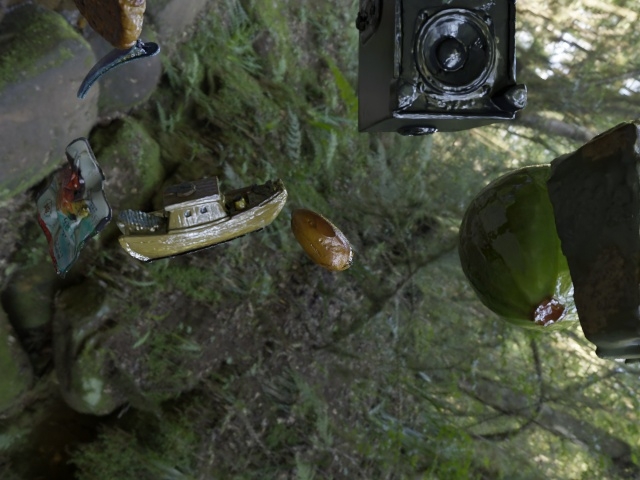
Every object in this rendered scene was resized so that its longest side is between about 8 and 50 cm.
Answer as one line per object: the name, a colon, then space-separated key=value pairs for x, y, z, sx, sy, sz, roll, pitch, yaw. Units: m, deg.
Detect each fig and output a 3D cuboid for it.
fig: x=0.398 y=0.028 z=1.081 sx=0.316 sy=0.316 sz=0.316 roll=-59 pitch=180 yaw=0

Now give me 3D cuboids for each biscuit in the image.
biscuit: x=-0.355 y=-0.461 z=0.924 sx=0.081 sy=0.289 sz=0.334 roll=-34 pitch=173 yaw=-24

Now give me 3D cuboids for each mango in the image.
mango: x=0.000 y=0.000 z=0.940 sx=0.063 sy=0.127 sz=0.077 roll=-46 pitch=-169 yaw=-5

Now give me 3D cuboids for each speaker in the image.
speaker: x=0.155 y=-0.273 z=0.860 sx=0.254 sy=0.184 sz=0.232 roll=-143 pitch=-128 yaw=-79

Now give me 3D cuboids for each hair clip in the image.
hair clip: x=-0.526 y=-0.432 z=1.488 sx=0.275 sy=0.048 sz=0.083 roll=-22 pitch=158 yaw=27

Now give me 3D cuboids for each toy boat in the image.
toy boat: x=-0.220 y=-0.056 z=1.116 sx=0.089 sy=0.321 sz=0.121 roll=-110 pitch=-174 yaw=-51

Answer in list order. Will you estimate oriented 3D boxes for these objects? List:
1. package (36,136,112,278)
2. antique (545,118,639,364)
package: x=-0.415 y=-0.051 z=0.989 sx=0.040 sy=0.166 sz=0.232 roll=-5 pitch=158 yaw=-48
antique: x=0.389 y=0.010 z=0.758 sx=0.150 sy=0.125 sz=0.284 roll=-27 pitch=-122 yaw=56
